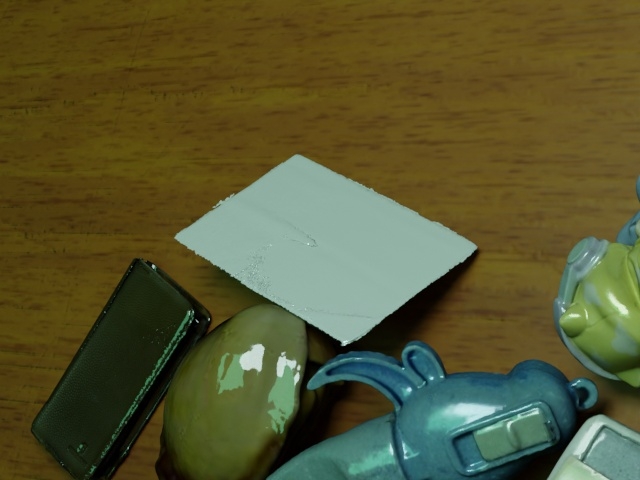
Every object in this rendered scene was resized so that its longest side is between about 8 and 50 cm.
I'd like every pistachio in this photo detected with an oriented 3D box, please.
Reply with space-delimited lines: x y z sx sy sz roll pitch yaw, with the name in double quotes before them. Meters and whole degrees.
"pistachio" -0.067 0.142 1.248 0.210 0.131 0.165 -51 34 17

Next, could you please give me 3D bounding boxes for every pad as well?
"pad" 0.000 0.000 1.267 0.156 0.004 0.232 -35 44 -27

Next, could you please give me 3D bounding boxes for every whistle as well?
"whistle" 0.083 0.159 1.138 0.269 0.093 0.180 -20 99 16

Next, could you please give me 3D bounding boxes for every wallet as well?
"wallet" -0.189 0.123 1.398 0.110 0.031 0.198 37 96 37

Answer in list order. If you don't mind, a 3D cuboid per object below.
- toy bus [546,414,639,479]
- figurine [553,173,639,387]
"toy bus" 0.296 0.243 0.983 0.343 0.097 0.138 27 83 39
"figurine" 0.250 0.027 1.056 0.184 0.128 0.208 -51 12 9
